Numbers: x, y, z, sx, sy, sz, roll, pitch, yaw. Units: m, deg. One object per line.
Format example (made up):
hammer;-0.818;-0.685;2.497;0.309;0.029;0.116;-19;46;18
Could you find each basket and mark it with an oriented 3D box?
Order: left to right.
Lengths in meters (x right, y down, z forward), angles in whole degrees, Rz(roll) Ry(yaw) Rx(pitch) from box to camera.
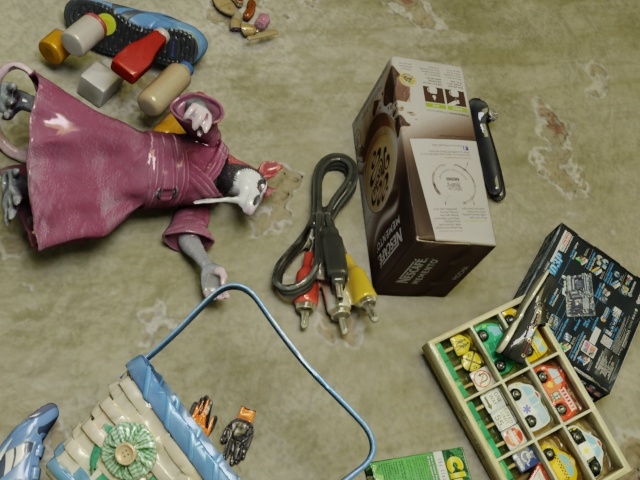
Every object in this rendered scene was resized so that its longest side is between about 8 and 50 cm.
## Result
basket;-0.117;0.222;0.933;0.289;0.201;0.255;-40;79;-16

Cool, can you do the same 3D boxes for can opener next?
can opener;0.262;-0.148;1.389;0.059;0.073;0.186;20;50;-57

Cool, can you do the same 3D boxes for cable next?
cable;0.000;0.000;1.219;0.139;0.072;0.287;-3;49;-3

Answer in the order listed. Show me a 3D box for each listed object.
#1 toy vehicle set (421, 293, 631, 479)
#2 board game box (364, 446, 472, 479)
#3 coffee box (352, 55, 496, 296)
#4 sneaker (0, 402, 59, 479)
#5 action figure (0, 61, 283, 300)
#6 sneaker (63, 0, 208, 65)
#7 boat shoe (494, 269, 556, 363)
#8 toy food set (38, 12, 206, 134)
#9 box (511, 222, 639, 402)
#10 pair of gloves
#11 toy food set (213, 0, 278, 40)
toy vehicle set;0.270;0.222;1.152;0.166;0.035;0.267;-24;77;-15
board game box;0.147;0.389;1.053;0.136;0.030;0.260;-4;64;-20
coffee box;0.138;-0.087;1.233;0.118;0.168;0.297;4;60;-18
sneaker;-0.326;0.245;0.947;0.059;0.053;0.144;33;65;0
action figure;-0.227;-0.080;1.127;0.370;0.248;0.275;2;18;-33
sneaker;-0.269;-0.308;1.279;0.209;0.069;0.082;15;25;-2
boat shoe;0.280;0.101;1.150;0.042;0.049;0.133;29;76;6
toy food set;-0.264;-0.244;1.207;0.232;0.111;0.104;36;55;-1
box;0.378;0.103;1.283;0.175;0.051;0.220;35;56;2
pair of gloves;-0.122;0.230;1.052;0.083;0.010;0.074;19;62;-11
toy food set;-0.121;-0.358;1.381;0.078;0.019;0.122;-20;63;-29
